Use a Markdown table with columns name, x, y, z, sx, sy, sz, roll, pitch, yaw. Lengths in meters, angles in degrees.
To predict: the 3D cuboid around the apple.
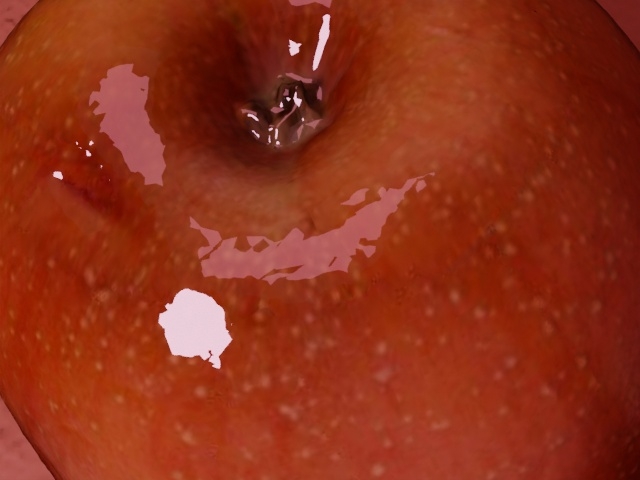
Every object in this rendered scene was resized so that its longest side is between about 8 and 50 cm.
| name | x | y | z | sx | sy | sz | roll | pitch | yaw |
| --- | --- | --- | --- | --- | --- | --- | --- | --- | --- |
| apple | 0.000 | 0.000 | 0.389 | 0.201 | 0.162 | 0.201 | -9 | 54 | 13 |
